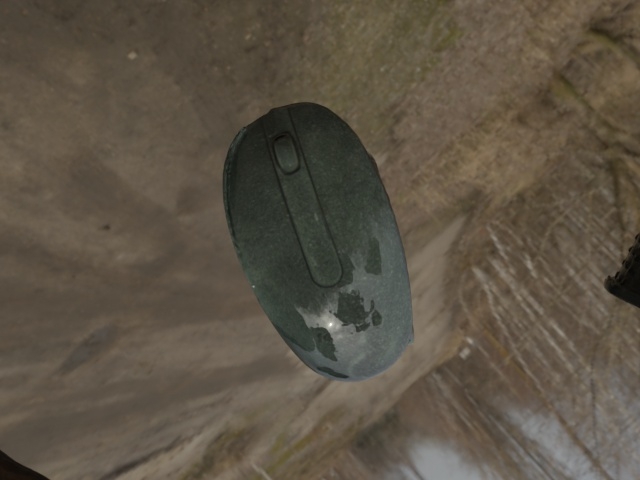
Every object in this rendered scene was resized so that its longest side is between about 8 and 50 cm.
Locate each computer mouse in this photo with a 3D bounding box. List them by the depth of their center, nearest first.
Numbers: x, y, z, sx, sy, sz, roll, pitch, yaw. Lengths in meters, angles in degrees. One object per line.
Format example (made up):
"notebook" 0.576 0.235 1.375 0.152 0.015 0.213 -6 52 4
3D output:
"computer mouse" 0.001 -0.001 1.048 0.203 0.374 0.114 -23 178 7

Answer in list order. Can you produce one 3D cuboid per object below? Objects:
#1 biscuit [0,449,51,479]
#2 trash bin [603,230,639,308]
"biscuit" -0.337 0.374 0.986 0.091 0.407 0.407 -56 178 -33
"trash bin" 0.335 -0.010 0.652 0.175 0.175 0.161 -11 119 -70
